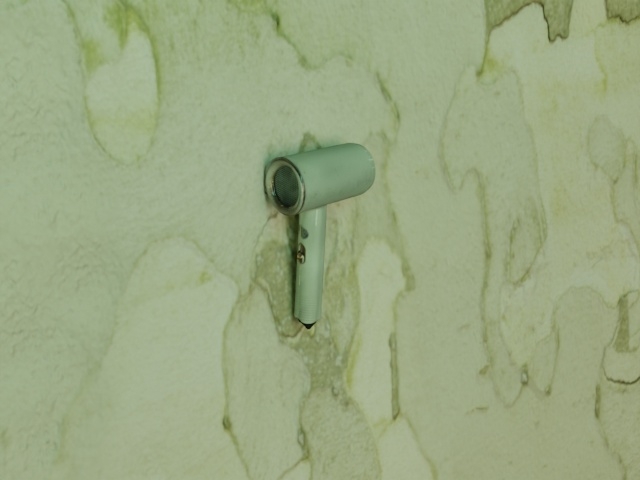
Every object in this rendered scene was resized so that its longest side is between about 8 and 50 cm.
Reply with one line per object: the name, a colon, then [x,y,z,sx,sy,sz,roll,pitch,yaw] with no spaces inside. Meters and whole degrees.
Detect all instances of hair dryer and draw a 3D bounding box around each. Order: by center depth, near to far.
hair dryer: [0.000,0.000,1.963,0.131,0.073,0.236,-15,115,-39]
